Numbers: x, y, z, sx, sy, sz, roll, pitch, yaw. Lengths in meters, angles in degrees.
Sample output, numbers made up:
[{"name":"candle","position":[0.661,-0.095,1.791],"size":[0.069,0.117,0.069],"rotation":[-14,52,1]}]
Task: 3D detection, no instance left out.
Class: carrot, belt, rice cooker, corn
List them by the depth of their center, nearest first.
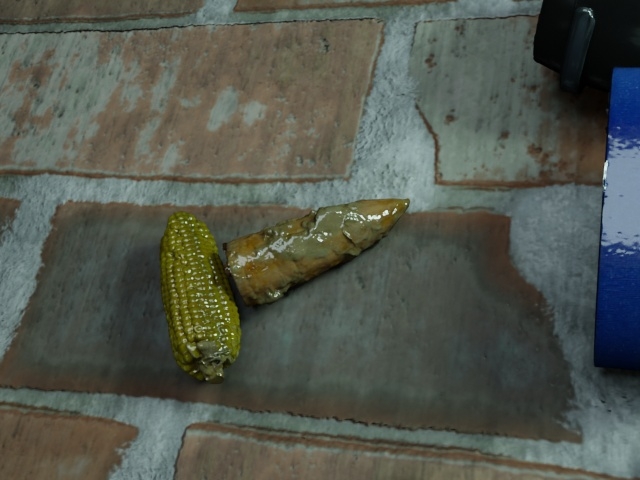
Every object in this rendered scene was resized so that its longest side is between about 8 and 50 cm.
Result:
[{"name":"belt","position":[0.373,-0.025,0.981],"size":[0.117,0.212,0.346],"rotation":[2,77,20]},{"name":"rice cooker","position":[0.406,-0.302,1.110],"size":[0.225,0.267,0.267],"rotation":[19,68,17]},{"name":"corn","position":[-0.165,0.074,1.168],"size":[0.097,0.097,0.261],"rotation":[-22,56,4]},{"name":"carrot","position":[0.000,0.000,1.170],"size":[0.263,0.102,0.101],"rotation":[-22,57,-3]}]
